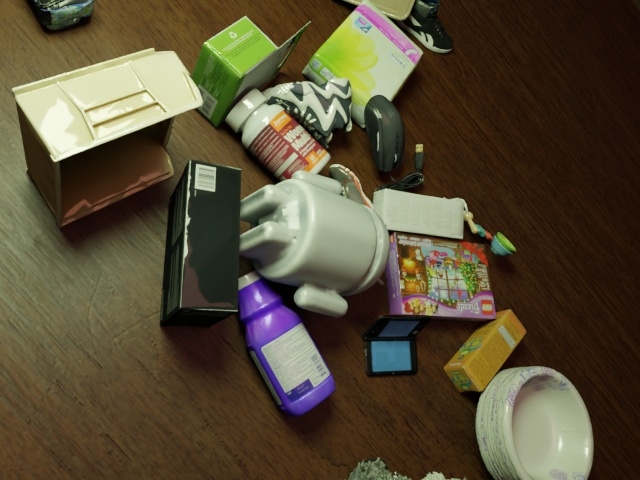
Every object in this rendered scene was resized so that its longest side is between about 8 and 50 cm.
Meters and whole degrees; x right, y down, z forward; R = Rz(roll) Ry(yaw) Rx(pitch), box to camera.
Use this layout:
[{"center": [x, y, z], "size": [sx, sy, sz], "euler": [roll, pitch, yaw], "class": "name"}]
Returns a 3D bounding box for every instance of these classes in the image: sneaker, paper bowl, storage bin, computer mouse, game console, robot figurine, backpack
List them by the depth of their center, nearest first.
[{"center": [-0.354, -0.172, 0.820], "size": [0.260, 0.262, 0.123], "euler": [-33, 88, -32], "class": "storage bin"}, {"center": [-0.511, -0.480, 0.946], "size": [0.114, 0.084, 0.105], "euler": [-30, 89, -28], "class": "backpack"}, {"center": [0.000, 0.000, 0.962], "size": [0.354, 0.200, 0.299], "euler": [18, 64, -40], "class": "robot figurine"}, {"center": [0.175, 0.232, 1.070], "size": [0.144, 0.124, 0.085], "euler": [5, 44, -27], "class": "game console"}, {"center": [0.481, 0.443, 1.120], "size": [0.285, 0.148, 0.284], "euler": [10, 68, -26], "class": "paper bowl"}, {"center": [-0.032, -0.286, 1.129], "size": [0.235, 0.094, 0.152], "euler": [-12, 94, -17], "class": "sneaker"}, {"center": [0.064, -0.109, 1.143], "size": [0.065, 0.061, 0.157], "euler": [-38, 92, -26], "class": "sneaker"}, {"center": [0.203, -0.238, 1.202], "size": [0.184, 0.060, 0.261], "euler": [-21, 110, -34], "class": "computer mouse"}, {"center": [0.340, -0.655, 1.441], "size": [0.217, 0.121, 0.079], "euler": [23, 65, -20], "class": "sneaker"}]

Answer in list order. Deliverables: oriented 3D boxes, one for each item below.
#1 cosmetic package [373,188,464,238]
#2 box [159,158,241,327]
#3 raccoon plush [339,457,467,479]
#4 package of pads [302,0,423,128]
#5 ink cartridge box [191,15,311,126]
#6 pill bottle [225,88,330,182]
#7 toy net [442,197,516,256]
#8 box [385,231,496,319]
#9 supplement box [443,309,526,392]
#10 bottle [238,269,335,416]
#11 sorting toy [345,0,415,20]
[{"center": [0.245, -0.061, 1.197], "size": [0.239, 0.060, 0.098], "euler": [7, 82, -24], "class": "cosmetic package"}, {"center": [-0.219, 0.014, 0.873], "size": [0.103, 0.184, 0.261], "euler": [9, 69, -28], "class": "box"}, {"center": [0.109, 0.558, 0.791], "size": [0.446, 0.299, 0.216], "euler": [-37, 93, -32], "class": "raccoon plush"}, {"center": [0.121, -0.465, 1.270], "size": [0.229, 0.101, 0.296], "euler": [40, 62, -10], "class": "package of pads"}, {"center": [-0.158, -0.391, 1.045], "size": [0.097, 0.189, 0.255], "euler": [42, 57, -7], "class": "ink cartridge box"}, {"center": [-0.094, -0.218, 1.057], "size": [0.221, 0.121, 0.121], "euler": [44, 58, -8], "class": "pill bottle"}, {"center": [0.431, -0.047, 1.302], "size": [0.232, 0.045, 0.122], "euler": [46, 25, 8], "class": "toy net"}, {"center": [0.298, 0.095, 1.195], "size": [0.294, 0.057, 0.200], "euler": [6, 70, -26], "class": "box"}, {"center": [0.407, 0.270, 1.183], "size": [0.233, 0.078, 0.080], "euler": [-38, 93, -33], "class": "supplement box"}, {"center": [-0.083, 0.194, 0.937], "size": [0.118, 0.092, 0.282], "euler": [-28, 87, -31], "class": "bottle"}, {"center": [0.182, -0.764, 1.406], "size": [0.229, 0.041, 0.307], "euler": [19, 62, 6], "class": "sorting toy"}]
